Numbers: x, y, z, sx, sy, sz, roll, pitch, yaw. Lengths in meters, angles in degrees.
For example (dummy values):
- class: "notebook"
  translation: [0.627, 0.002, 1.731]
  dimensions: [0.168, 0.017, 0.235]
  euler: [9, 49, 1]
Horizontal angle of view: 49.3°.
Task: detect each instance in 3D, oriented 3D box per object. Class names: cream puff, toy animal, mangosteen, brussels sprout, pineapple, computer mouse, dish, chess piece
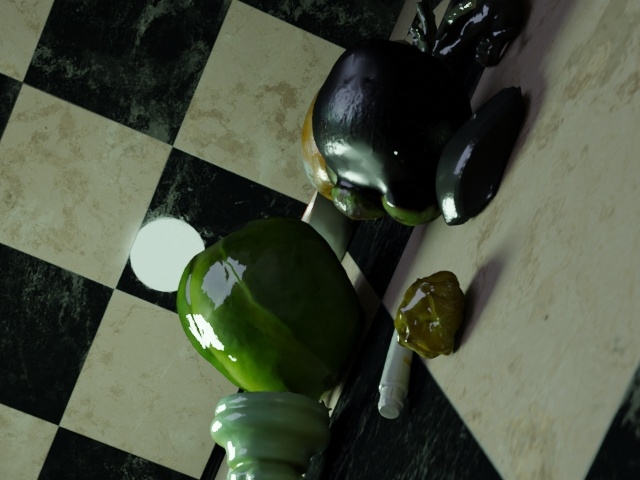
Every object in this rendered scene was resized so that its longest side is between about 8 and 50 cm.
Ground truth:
- class: "cream puff"
  translation: [0.106, 0.070, 0.680]
  dimensions: [0.083, 0.058, 0.083]
  euler: [-81, 17, -61]
- class: "toy animal"
  translation: [0.228, -0.315, 0.953]
  dimensions: [0.148, 0.084, 0.233]
  euler: [-60, 6, 45]
- class: "mangosteen"
  translation: [0.091, -0.135, 0.915]
  dimensions: [0.243, 0.243, 0.243]
  euler: [-157, 90, -85]
- class: "brussels sprout"
  translation: [-0.077, 0.117, 1.170]
  dimensions: [0.276, 0.315, 0.371]
  euler: [-45, -6, -14]
- class: "pineapple"
  translation: [0.156, -0.248, 1.162]
  dimensions: [0.364, 0.165, 0.165]
  euler: [-61, 2, -29]
- class: "computer mouse"
  translation: [0.169, -0.099, 0.773]
  dimensions: [0.099, 0.057, 0.172]
  euler: [-147, 81, -81]
- class: "dish"
  translation: [0.000, 0.000, 1.680]
  dimensions: [0.256, 0.117, 0.256]
  euler: [-157, 90, -85]
- class: "chess piece"
  translation: [-0.076, 0.363, 0.925]
  dimensions: [0.176, 0.176, 0.298]
  euler: [122, 157, -57]

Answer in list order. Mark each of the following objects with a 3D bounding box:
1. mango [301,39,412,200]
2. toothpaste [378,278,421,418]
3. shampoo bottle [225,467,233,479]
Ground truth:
- class: "mango"
  translation: [0.086, -0.232, 1.335]
  dimensions: [0.199, 0.221, 0.384]
  euler: [0, 55, 42]
- class: "toothpaste"
  translation: [0.092, 0.119, 0.786]
  dimensions: [0.190, 0.031, 0.048]
  euler: [-69, 2, -50]
- class: "shampoo bottle"
  translation: [-0.131, 0.436, 1.342]
  dimensions: [0.085, 0.085, 0.262]
  euler: [120, 171, -52]
